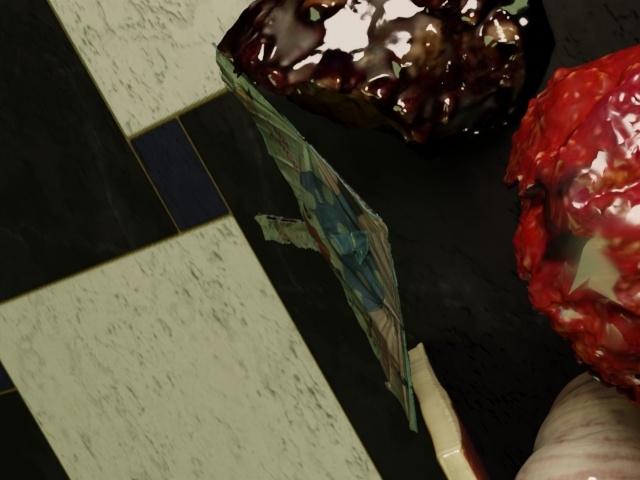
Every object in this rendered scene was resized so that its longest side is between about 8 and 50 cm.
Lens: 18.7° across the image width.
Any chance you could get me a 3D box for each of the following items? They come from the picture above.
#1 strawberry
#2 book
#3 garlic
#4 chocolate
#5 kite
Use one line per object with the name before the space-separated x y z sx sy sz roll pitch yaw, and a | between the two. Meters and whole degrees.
strawberry | 0.220 0.001 1.195 0.274 0.220 0.274 30 136 34
book | 0.137 0.232 1.490 0.374 0.028 0.262 -104 -10 -82
garlic | 0.277 0.196 1.335 0.253 0.245 0.245 -13 110 23
chocolate | 0.023 -0.131 1.384 0.224 0.177 0.206 6 122 53
kite | 0.000 0.000 1.446 0.335 0.011 0.314 63 165 -7
